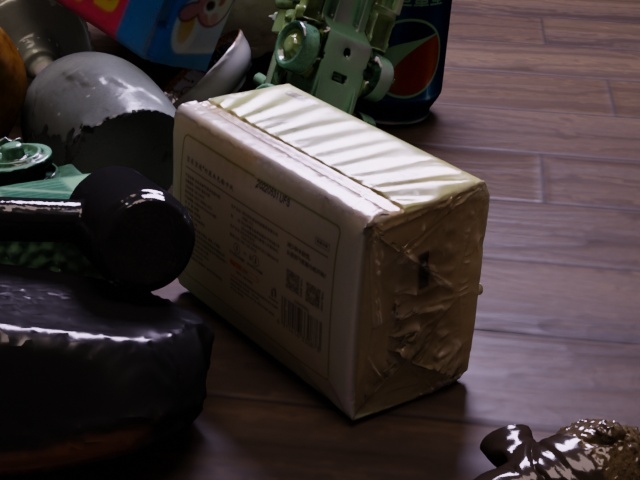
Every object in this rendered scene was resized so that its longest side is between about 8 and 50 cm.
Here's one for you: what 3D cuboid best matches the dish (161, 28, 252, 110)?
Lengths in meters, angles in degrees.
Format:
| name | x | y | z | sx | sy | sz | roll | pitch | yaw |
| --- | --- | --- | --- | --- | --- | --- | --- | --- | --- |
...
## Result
| name | x | y | z | sx | sy | sz | roll | pitch | yaw |
| --- | --- | --- | --- | --- | --- | --- | --- | --- | --- |
| dish | -0.109 | -0.142 | 1.279 | 0.141 | 0.078 | 0.141 | -38 | 19 | 16 |

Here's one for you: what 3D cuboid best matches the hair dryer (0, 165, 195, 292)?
| name | x | y | z | sx | sy | sz | roll | pitch | yaw |
| --- | --- | --- | --- | --- | --- | --- | --- | --- | --- |
| hair dryer | -0.212 | -0.014 | 0.820 | 0.248 | 0.071 | 0.114 | 4 | 12 | -24 |

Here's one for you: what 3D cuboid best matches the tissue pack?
| name | x | y | z | sx | sy | sz | roll | pitch | yaw |
| --- | --- | --- | --- | --- | --- | --- | --- | --- | --- |
| tissue pack | 0.000 | 0.000 | 0.906 | 0.125 | 0.159 | 0.234 | -18 | 33 | -33 |

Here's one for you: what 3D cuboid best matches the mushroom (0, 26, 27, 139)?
| name | x | y | z | sx | sy | sz | roll | pitch | yaw |
| --- | --- | --- | --- | --- | --- | --- | --- | --- | --- |
| mushroom | -0.430 | -0.149 | 1.028 | 0.345 | 0.260 | 0.345 | -8 | -11 | -2 |

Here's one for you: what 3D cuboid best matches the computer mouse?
| name | x | y | z | sx | sy | sz | roll | pitch | yaw |
| --- | --- | --- | --- | --- | --- | --- | --- | --- | --- |
| computer mouse | -0.227 | 0.079 | 0.780 | 0.323 | 0.116 | 0.183 | 9 | 17 | -19 |

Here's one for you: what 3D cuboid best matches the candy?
| name | x | y | z | sx | sy | sz | roll | pitch | yaw |
| --- | --- | --- | --- | --- | --- | --- | --- | --- | --- |
| candy | -0.210 | -0.302 | 1.218 | 0.306 | 0.157 | 0.100 | 34 | 17 | 31 |

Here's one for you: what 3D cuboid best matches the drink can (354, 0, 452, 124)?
| name | x | y | z | sx | sy | sz | roll | pitch | yaw |
| --- | --- | --- | --- | --- | --- | --- | --- | --- | --- |
| drink can | 0.079 | -0.231 | 1.315 | 0.118 | 0.205 | 0.118 | 3 | 27 | -2 |

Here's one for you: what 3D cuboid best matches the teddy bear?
| name | x | y | z | sx | sy | sz | roll | pitch | yaw |
| --- | --- | --- | --- | --- | --- | --- | --- | --- | --- |
| teddy bear | 0.153 | 0.140 | 0.732 | 0.160 | 0.078 | 0.119 | -12 | 34 | -28 |

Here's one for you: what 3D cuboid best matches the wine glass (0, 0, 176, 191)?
| name | x | y | z | sx | sy | sz | roll | pitch | yaw |
| --- | --- | --- | --- | --- | --- | --- | --- | --- | --- |
| wine glass | -0.226 | -0.129 | 1.167 | 0.143 | 0.143 | 0.321 | -12 | 30 | -25 |

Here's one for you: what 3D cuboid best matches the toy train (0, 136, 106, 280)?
| name | x | y | z | sx | sy | sz | roll | pitch | yaw |
| --- | --- | --- | --- | --- | --- | --- | --- | --- | --- |
| toy train | -0.273 | 0.000 | 0.940 | 0.269 | 0.115 | 0.154 | -11 | 24 | -25 |

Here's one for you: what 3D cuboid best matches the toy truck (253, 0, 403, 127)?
| name | x | y | z | sx | sy | sz | roll | pitch | yaw |
| --- | --- | --- | --- | --- | --- | --- | --- | --- | --- |
| toy truck | -0.003 | -0.206 | 1.192 | 0.128 | 0.260 | 0.135 | 16 | 6 | -39 |

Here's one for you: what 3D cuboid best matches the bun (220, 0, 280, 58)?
| name | x | y | z | sx | sy | sz | roll | pitch | yaw |
| --- | --- | --- | --- | --- | --- | --- | --- | --- | --- |
| bun | -0.138 | -0.329 | 1.417 | 0.349 | 0.227 | 0.352 | 28 | 4 | -43 |
